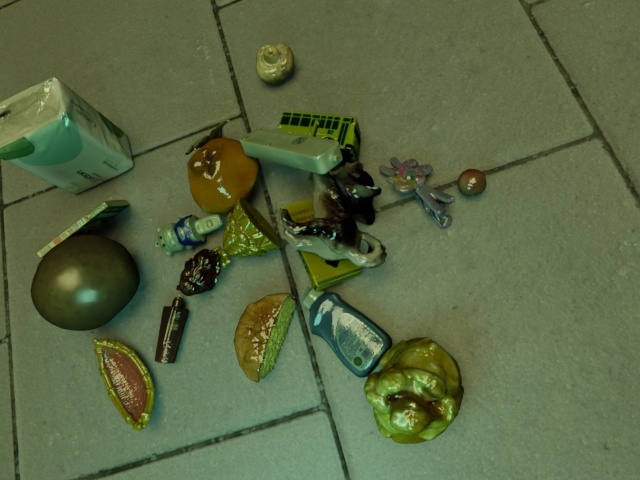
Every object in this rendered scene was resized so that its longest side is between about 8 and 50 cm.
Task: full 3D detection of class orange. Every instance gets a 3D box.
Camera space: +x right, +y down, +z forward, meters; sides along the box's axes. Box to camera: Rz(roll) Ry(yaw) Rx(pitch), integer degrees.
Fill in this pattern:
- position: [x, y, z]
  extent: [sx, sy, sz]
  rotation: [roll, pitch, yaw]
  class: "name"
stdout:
- position: [-0.308, -0.211, 1.406]
  extent: [0.248, 0.183, 0.249]
  rotation: [-4, 74, 13]
  class: "orange"

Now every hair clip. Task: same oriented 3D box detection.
- position: [0.295, -0.162, 1.313]
  extent: [0.137, 0.090, 0.278]
  rotation: [-38, 70, -10]
  class: "hair clip"

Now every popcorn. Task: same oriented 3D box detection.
- position: [0.232, 0.366, 1.088]
  extent: [0.225, 0.276, 0.277]
  rotation: [7, 76, 19]
  class: "popcorn"

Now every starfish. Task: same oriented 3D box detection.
- position: [-0.373, -0.344, 1.485]
  extent: [0.216, 0.050, 0.224]
  rotation: [-31, 24, 40]
  class: "starfish"

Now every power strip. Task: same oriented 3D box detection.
- position: [-0.084, -0.254, 1.240]
  extent: [0.091, 0.062, 0.385]
  rotation: [-40, 41, -26]
  class: "power strip"

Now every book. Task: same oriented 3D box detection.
- position: [-0.770, -0.045, 1.455]
  extent: [0.264, 0.202, 0.027]
  rotation: [-37, 98, -1]
  class: "book"

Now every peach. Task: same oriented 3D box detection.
- position: [0.440, -0.169, 1.288]
  extent: [0.083, 0.083, 0.083]
  rotation: [-3, 74, 11]
  class: "peach"

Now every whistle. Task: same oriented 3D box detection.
- position: [-0.427, -0.026, 1.421]
  extent: [0.244, 0.092, 0.110]
  rotation: [-19, 92, 12]
  class: "whistle"

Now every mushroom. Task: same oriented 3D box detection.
- position: [-0.159, -0.613, 1.528]
  extent: [0.147, 0.112, 0.148]
  rotation: [-2, 68, 4]
  class: "mushroom"

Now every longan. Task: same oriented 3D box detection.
- position: [-0.712, 0.125, 1.356]
  extent: [0.297, 0.297, 0.298]
  rotation: [-3, 74, 11]
  class: "longan"

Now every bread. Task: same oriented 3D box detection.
- position: [-0.171, 0.260, 1.272]
  extent: [0.133, 0.129, 0.260]
  rotation: [20, 78, 18]
  class: "bread"

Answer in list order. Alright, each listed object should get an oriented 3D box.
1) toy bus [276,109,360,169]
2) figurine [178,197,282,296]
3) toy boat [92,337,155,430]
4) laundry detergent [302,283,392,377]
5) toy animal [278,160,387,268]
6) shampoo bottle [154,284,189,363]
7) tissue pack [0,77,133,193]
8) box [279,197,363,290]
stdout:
- position: [-0.001, -0.322, 1.402]
  extent: [0.261, 0.128, 0.150]
  rotation: [10, 74, 16]
  class: "toy bus"
- position: [-0.300, 0.043, 1.363]
  extent: [0.315, 0.187, 0.168]
  rotation: [-39, 34, 9]
  class: "figurine"
- position: [-0.583, 0.422, 1.330]
  extent: [0.141, 0.099, 0.318]
  rotation: [-38, 67, -4]
  class: "toy boat"
- position: [0.057, 0.240, 1.251]
  extent: [0.290, 0.094, 0.143]
  rotation: [41, 99, 22]
  class: "laundry detergent"
- position: [0.069, -0.087, 1.257]
  extent: [0.302, 0.194, 0.345]
  rotation: [20, 60, 4]
  class: "toy animal"
- position: [-0.451, 0.256, 1.365]
  extent: [0.067, 0.068, 0.237]
  rotation: [-1, 73, 33]
  class: "shampoo bottle"
- position: [-0.839, -0.327, 1.460]
  extent: [0.265, 0.356, 0.194]
  rotation: [-23, 71, 5]
  class: "tissue pack"
- position: [0.000, -0.001, 1.317]
  extent: [0.152, 0.041, 0.279]
  rotation: [-17, 67, -23]
  class: "box"
